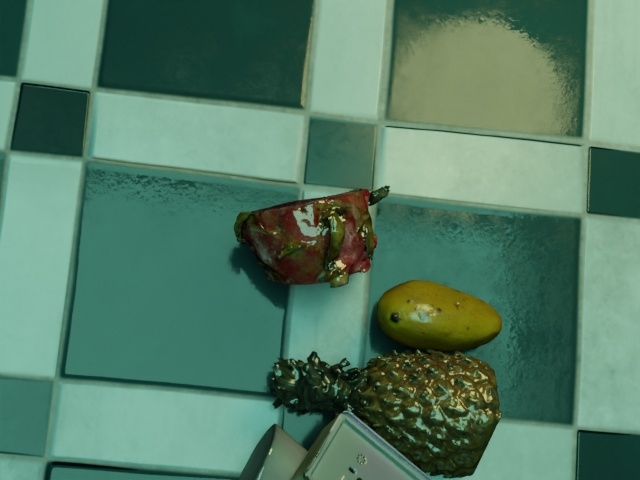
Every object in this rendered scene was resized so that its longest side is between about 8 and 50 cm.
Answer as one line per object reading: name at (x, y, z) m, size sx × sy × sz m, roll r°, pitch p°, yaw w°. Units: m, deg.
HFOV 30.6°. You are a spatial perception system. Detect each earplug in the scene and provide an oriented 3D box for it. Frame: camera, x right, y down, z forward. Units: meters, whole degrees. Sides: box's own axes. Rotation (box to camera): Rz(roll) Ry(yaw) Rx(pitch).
earplug at (0.019, 0.434, 1.846) m, size 0.301 × 0.172 × 0.172 m, roll 29°, pitch 77°, yaw -6°

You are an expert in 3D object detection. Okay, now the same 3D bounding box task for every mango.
mango at (0.196, 0.125, 1.932) m, size 0.227 × 0.147 × 0.109 m, roll 7°, pitch 96°, yaw -27°

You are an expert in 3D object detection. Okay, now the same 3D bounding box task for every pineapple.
pineapple at (0.098, 0.259, 1.869) m, size 0.362 × 0.202 × 0.202 m, roll 9°, pitch 77°, yaw 4°

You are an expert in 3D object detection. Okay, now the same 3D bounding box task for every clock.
clock at (0.065, 0.372, 1.769) m, size 0.192 × 0.071 × 0.147 m, roll 40°, pitch 47°, yaw -4°

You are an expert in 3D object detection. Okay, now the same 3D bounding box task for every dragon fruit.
dragon fruit at (0.000, 0.000, 1.904) m, size 0.282 × 0.211 × 0.147 m, roll -11°, pitch 92°, yaw -26°
